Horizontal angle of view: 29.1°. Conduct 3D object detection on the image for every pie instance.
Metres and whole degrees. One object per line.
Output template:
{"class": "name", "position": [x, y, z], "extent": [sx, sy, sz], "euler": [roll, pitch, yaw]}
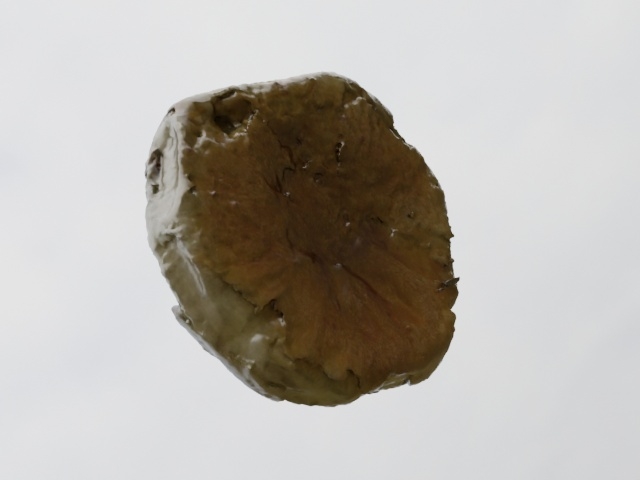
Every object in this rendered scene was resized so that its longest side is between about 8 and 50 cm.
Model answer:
{"class": "pie", "position": [0.000, 0.000, 0.633], "extent": [0.195, 0.195, 0.046], "euler": [-16, -8, -44]}
